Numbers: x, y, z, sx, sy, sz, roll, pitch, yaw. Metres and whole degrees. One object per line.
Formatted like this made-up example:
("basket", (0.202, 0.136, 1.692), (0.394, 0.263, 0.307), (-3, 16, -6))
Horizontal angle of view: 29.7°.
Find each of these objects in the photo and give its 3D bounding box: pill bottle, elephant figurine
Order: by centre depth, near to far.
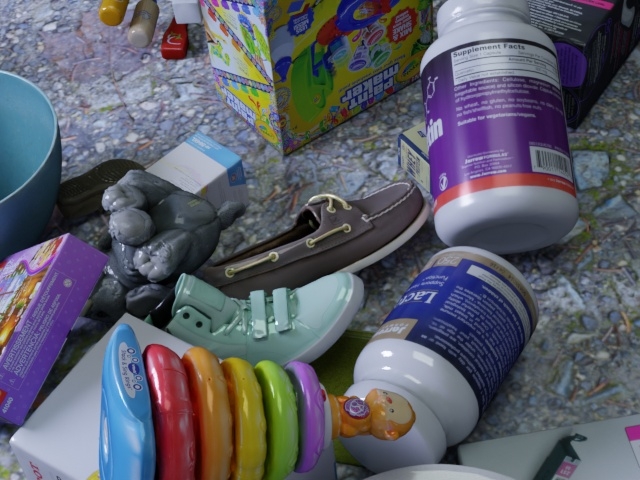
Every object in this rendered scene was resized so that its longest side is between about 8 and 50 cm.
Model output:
("pill bottle", (0.131, 0.139, 1.367), (0.153, 0.153, 0.264), (21, 46, 22))
("elephant figurine", (-0.239, 0.039, 1.525), (0.186, 0.239, 0.169), (28, 35, -5))
("pill bottle", (0.225, -0.154, 1.558), (0.182, 0.181, 0.322), (-4, 70, 1))

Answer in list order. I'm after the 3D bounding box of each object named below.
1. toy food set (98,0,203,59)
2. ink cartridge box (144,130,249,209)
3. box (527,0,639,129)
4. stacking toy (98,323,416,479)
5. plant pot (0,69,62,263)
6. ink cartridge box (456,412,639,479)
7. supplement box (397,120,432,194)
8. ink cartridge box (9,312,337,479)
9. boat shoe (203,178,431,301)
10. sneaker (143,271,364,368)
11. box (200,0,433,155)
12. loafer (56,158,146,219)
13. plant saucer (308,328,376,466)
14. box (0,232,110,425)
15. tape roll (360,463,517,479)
("toy food set", (-0.218, -0.359, 1.885), (0.232, 0.111, 0.104), (-1, 49, 8))
("ink cartridge box", (-0.182, -0.061, 1.630), (0.090, 0.092, 0.143), (34, 59, 30))
("box", (0.372, -0.319, 1.762), (0.143, 0.165, 0.270), (24, 54, 25))
("stacking toy", (-0.051, 0.172, 1.131), (0.302, 0.165, 0.175), (-2, 37, -16))
("plant pot", (-0.468, -0.061, 1.587), (0.290, 0.195, 0.290), (-3, 49, 3))
("ink cartridge box", (0.304, 0.308, 1.283), (0.275, 0.060, 0.239), (-9, 47, -3))
("supplement box", (0.164, -0.122, 1.678), (0.083, 0.056, 0.083), (-29, 52, -20))
("ink cartridge box", (-0.147, 0.249, 1.282), (0.270, 0.198, 0.197), (23, 55, 24))
("boat shoe", (0.000, 0.000, 1.536), (0.324, 0.096, 0.116), (-32, 18, -19))
("sneaker", (-0.084, 0.083, 1.391), (0.256, 0.151, 0.094), (-30, 33, 13))
("box", (-0.002, -0.329, 1.729), (0.290, 0.279, 0.177), (-32, 53, -21))
("loafer", (-0.307, -0.071, 1.683), (0.148, 0.050, 0.056), (-22, 52, -34))
("plant saucer", (0.000, 0.169, 1.442), (0.188, 0.045, 0.188), (7, 49, 10))
("box", (-0.350, 0.104, 1.363), (0.057, 0.293, 0.201), (33, 70, -21))
("tape roll", (0.121, 0.407, 1.160), (0.392, 0.072, 0.392), (-2, 58, 3))
